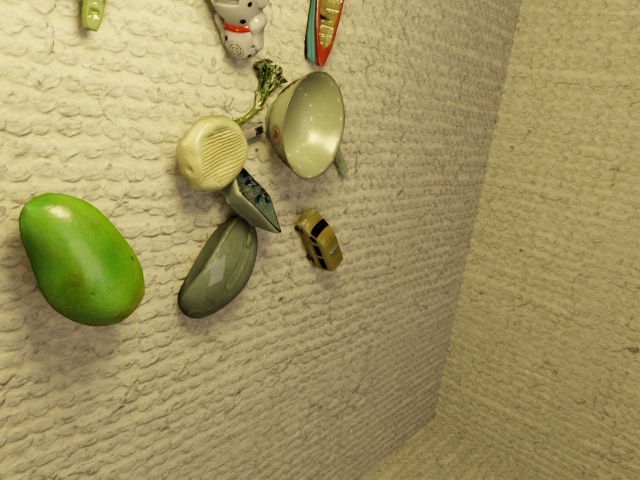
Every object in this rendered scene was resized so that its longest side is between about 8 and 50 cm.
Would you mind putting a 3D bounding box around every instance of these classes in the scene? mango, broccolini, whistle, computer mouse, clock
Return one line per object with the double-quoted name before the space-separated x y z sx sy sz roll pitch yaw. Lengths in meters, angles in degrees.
"mango" -0.565 0.052 1.248 0.225 0.201 0.382 -40 132 -20
"broccolini" -0.207 -0.445 1.598 0.272 0.062 0.123 -52 130 -18
"whistle" -0.486 -0.576 1.151 0.105 0.085 0.228 4 103 -43
"computer mouse" -0.300 0.088 1.671 0.374 0.114 0.203 -60 141 -15
"clock" -0.211 -0.611 1.431 0.189 0.188 0.254 -45 150 -29

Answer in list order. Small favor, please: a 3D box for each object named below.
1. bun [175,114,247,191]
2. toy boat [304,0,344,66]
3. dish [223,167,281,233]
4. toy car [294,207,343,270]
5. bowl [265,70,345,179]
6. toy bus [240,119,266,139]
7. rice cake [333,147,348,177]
"bun" -0.313 -0.252 1.478 0.231 0.133 0.231 -35 136 -42
"toy boat" 0.016 -0.761 1.704 0.136 0.079 0.393 0 105 -54
"dish" -0.230 -0.127 1.660 0.080 0.182 0.243 -30 140 11
"toy car" 0.000 0.000 1.999 0.101 0.124 0.257 -49 140 -27
"bowl" -0.073 -0.375 1.694 0.337 0.157 0.338 -32 130 -48
"toy bus" -0.222 -0.334 1.623 0.130 0.052 0.037 -34 128 -39
"rice cake" 0.061 -0.323 2.001 0.043 0.034 0.211 -50 139 -20
